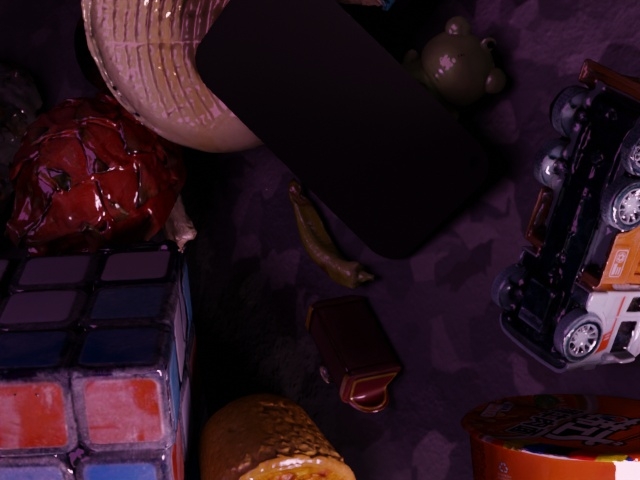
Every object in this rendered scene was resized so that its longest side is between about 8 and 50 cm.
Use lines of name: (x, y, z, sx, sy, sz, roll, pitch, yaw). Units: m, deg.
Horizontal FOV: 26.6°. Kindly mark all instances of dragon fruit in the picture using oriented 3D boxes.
dragon fruit: (-0.326, -0.091, 1.914, 0.244, 0.299, 0.244, 39, 154, 23)

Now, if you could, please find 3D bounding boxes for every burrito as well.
burrito: (-0.232, -0.063, 2.031, 0.051, 0.042, 0.171, -35, 64, 26)

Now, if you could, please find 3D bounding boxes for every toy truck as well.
toy truck: (0.305, -0.018, 1.400, 0.136, 0.162, 0.305, 40, 120, 51)

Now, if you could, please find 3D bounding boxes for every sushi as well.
sushi: (-0.632, -0.157, 2.355, 0.417, 0.175, 0.418, -17, 67, 46)

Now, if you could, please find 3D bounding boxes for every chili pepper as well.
chili pepper: (-0.001, 0.001, 1.791, 0.208, 0.043, 0.049, 50, 146, 35)

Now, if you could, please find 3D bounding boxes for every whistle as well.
whistle: (0.127, -0.180, 1.644, 0.227, 0.085, 0.105, -35, 89, 34)

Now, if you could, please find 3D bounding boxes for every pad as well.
pad: (0.015, -0.151, 1.680, 0.375, 0.063, 0.315, 46, 134, 1)

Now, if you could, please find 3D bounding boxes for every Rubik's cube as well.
Rubik's cube: (-0.336, 0.238, 1.750, 0.363, 0.362, 0.359, -93, 2, -64)

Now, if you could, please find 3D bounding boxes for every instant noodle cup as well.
instant noodle cup: (0.263, 0.276, 1.369, 0.250, 0.250, 0.192, 8, 100, 45)

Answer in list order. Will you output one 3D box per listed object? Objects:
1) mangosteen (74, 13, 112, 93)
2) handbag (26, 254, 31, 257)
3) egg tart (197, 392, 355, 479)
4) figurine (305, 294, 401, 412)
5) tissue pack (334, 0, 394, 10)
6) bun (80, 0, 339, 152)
mangosteen: (-0.258, -0.309, 1.995, 0.192, 0.192, 0.217, -4, 59, 45)
handbag: (-0.362, 0.113, 2.055, 0.251, 0.190, 0.193, 38, 102, 45)
egg tart: (-0.068, 0.298, 1.743, 0.203, 0.202, 0.147, -57, 37, 25)
figurine: (0.034, 0.156, 1.723, 0.098, 0.082, 0.154, -56, 51, 44)
tissue pack: (0.058, -0.434, 1.603, 0.134, 0.192, 0.271, 21, 76, 41)
bun: (-0.128, -0.306, 1.808, 0.364, 0.202, 0.364, 4, 104, 15)
